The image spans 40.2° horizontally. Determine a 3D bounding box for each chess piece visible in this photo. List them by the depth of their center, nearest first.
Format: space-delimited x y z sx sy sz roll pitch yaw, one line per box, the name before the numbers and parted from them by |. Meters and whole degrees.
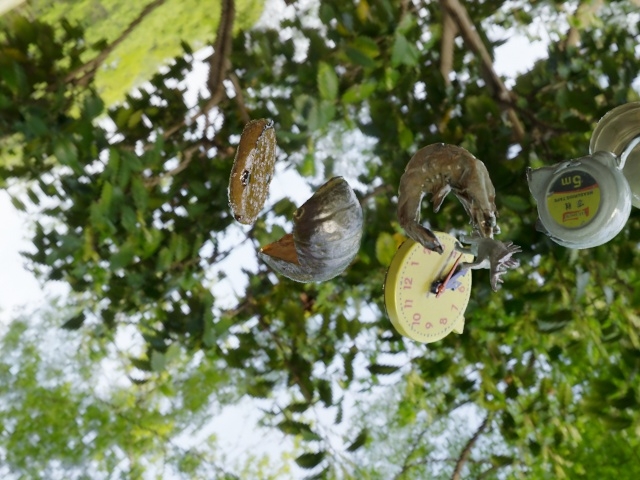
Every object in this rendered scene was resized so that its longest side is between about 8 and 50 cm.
chess piece | 0.589 -0.143 1.573 0.182 0.182 0.330 -25 -171 19

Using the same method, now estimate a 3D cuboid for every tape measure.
tape measure | 0.478 -0.083 1.339 0.330 0.164 0.084 -13 173 42

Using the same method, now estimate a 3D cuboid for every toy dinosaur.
toy dinosaur | 0.226 0.020 1.162 0.082 0.039 0.209 4 -161 3

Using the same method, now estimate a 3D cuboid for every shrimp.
shrimp | 0.294 -0.079 2.011 0.247 0.085 0.360 -46 -132 18

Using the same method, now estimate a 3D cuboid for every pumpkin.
pumpkin | 0.000 0.000 1.242 0.119 0.108 0.183 -31 168 -40

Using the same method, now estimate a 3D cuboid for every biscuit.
biscuit | -0.187 -0.186 2.349 0.075 0.296 0.296 13 -143 11

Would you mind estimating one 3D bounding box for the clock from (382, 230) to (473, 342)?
clock | 0.281 0.116 2.158 0.293 0.277 0.071 -1 -174 -39
